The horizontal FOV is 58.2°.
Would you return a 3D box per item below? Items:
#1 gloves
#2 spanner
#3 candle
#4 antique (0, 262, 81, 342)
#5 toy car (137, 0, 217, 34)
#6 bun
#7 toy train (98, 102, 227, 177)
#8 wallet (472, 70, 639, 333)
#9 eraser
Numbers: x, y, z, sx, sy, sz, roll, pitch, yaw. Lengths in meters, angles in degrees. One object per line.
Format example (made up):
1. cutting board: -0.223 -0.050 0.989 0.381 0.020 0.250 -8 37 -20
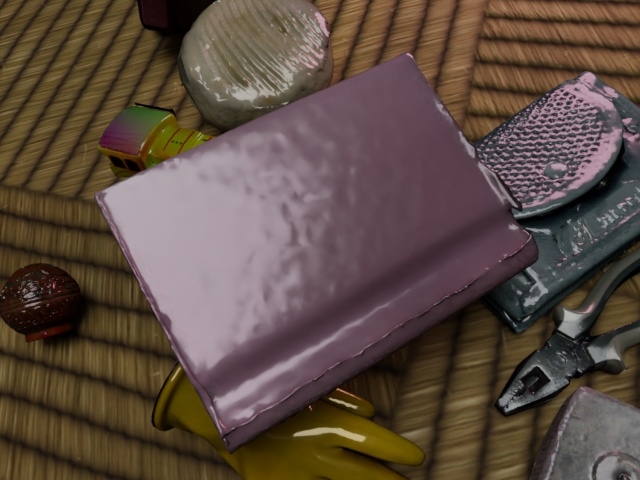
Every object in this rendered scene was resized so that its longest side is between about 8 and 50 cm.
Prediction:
1. gloves: -0.028 0.221 0.624 0.294 0.116 0.133 26 97 13
2. spanner: 0.325 0.093 0.646 0.324 0.040 0.096 -34 60 -10
3. candle: 0.285 0.230 0.562 0.192 0.068 0.169 -16 61 -2
4. antique: -0.366 0.078 0.752 0.103 0.104 0.104 -5 61 8
5. toy car: -0.176 -0.497 0.963 0.240 0.271 0.341 10 65 -7
6. bun: -0.094 -0.252 0.856 0.238 0.141 0.239 -2 65 4
7. toy train: -0.143 -0.082 0.764 0.296 0.161 0.101 15 59 18
8. wallet: 0.295 -0.073 0.726 0.342 0.075 0.237 -34 58 -8
9. eraser: 0.000 0.000 0.592 0.359 0.122 0.272 -29 78 -16
